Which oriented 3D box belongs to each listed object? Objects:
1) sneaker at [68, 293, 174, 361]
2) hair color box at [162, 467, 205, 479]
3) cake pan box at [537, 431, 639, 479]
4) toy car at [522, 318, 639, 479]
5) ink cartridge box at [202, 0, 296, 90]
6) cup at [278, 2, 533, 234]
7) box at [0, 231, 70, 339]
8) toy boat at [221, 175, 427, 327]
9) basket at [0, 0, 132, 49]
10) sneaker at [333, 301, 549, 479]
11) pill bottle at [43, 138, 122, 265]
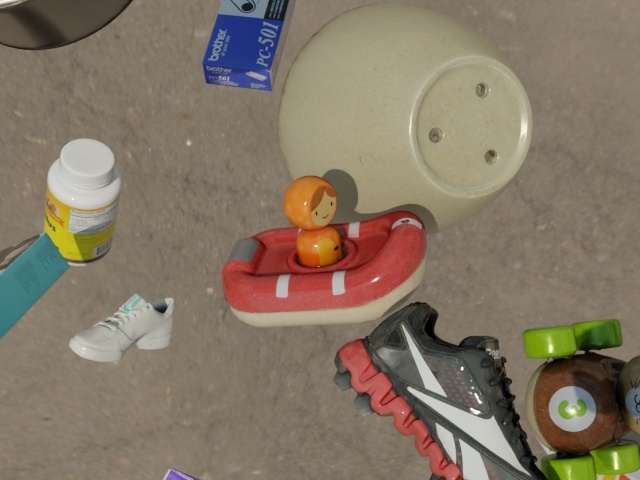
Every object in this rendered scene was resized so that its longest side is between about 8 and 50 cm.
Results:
[{"bbox_3d":[-0.312,0.131,1.424,0.080,0.212,0.094,26,106,25],"label":"sneaker"},{"bbox_3d":[-0.163,0.410,0.881,0.110,0.185,0.339,25,76,18],"label":"hair color box"},{"bbox_3d":[0.449,0.297,1.169,0.267,0.245,0.070,55,39,-1],"label":"cake pan box"},{"bbox_3d":[0.304,0.150,0.839,0.149,0.188,0.155,-2,83,-38],"label":"toy car"},{"bbox_3d":[-0.095,-0.308,1.263,0.097,0.046,0.207,8,60,6],"label":"ink cartridge box"},{"bbox_3d":[0.136,-0.150,1.150,0.331,0.237,0.331,-3,99,-20],"label":"cup"},{"bbox_3d":[-0.417,0.082,1.101,0.100,0.244,0.060,-21,111,23],"label":"box"},{"bbox_3d":[0.000,0.000,0.974,0.231,0.151,0.151,-5,28,13],"label":"toy boat"},{"bbox_3d":[-0.221,-0.231,0.663,0.204,0.227,0.154,-40,102,5],"label":"basket"},{"bbox_3d":[0.142,0.164,0.813,0.135,0.097,0.276,-47,70,6],"label":"sneaker"},{"bbox_3d":[-0.392,-0.063,1.466,0.117,0.215,0.117,11,47,-12],"label":"pill bottle"}]
